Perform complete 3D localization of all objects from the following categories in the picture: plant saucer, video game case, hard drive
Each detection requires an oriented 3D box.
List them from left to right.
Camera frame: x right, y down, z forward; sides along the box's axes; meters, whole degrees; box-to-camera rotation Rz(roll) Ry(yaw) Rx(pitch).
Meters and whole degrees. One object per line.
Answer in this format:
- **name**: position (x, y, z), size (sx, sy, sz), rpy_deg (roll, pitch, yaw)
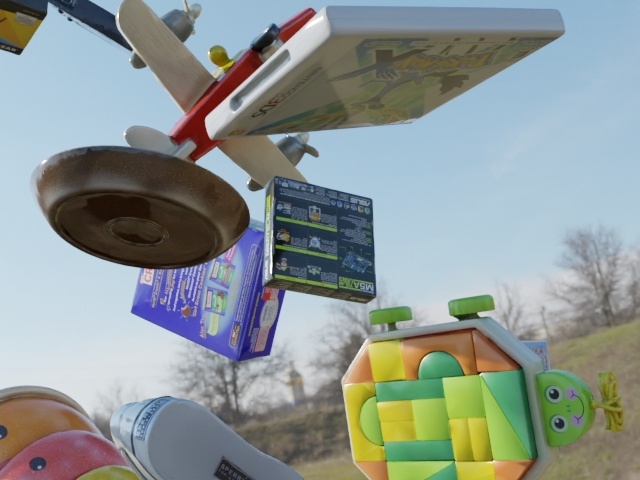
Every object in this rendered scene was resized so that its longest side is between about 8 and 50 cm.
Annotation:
- **hard drive**: position (-0.449, -0.449, 1.709), size (0.254, 0.054, 0.172), rpy_deg (30, 1, -6)
- **plant saucer**: position (-0.256, -0.029, 1.137), size (0.310, 0.050, 0.311), rpy_deg (3, -26, 1)
- **video game case**: position (0.069, -0.193, 0.949), size (0.328, 0.036, 0.300), rpy_deg (-10, -8, -33)

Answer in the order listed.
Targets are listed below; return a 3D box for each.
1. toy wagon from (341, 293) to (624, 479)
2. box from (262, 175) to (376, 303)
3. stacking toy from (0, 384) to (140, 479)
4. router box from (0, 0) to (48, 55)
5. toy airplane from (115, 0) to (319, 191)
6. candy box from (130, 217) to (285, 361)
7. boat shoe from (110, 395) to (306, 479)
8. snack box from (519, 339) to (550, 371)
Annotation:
- **toy wagon**: position (0.180, 0.201, 0.958), size (0.344, 0.267, 0.068), rpy_deg (-13, -7, 38)
- **box**: position (0.000, 0.000, 1.310), size (0.190, 0.184, 0.045), rpy_deg (11, -25, -25)
- **stacking toy**: position (-0.318, 0.405, 1.113), size (0.479, 0.351, 0.350), rpy_deg (3, -3, 36)
- **router box**: position (-0.483, -0.329, 1.107), size (0.178, 0.046, 0.133), rpy_deg (13, -23, -33)
- **toy airplane**: position (-0.183, -0.253, 1.508), size (0.384, 0.386, 0.272), rpy_deg (2, 24, -7)
- **candy box**: position (-0.226, 0.072, 1.675), size (0.317, 0.268, 0.122), rpy_deg (19, 8, 32)
- **boat shoe**: position (-0.086, 0.225, 0.731), size (0.084, 0.258, 0.095), rpy_deg (-4, 40, 46)
- **snack box**: position (0.325, 0.205, 1.382), size (0.178, 0.064, 0.022), rpy_deg (4, -14, -31)
